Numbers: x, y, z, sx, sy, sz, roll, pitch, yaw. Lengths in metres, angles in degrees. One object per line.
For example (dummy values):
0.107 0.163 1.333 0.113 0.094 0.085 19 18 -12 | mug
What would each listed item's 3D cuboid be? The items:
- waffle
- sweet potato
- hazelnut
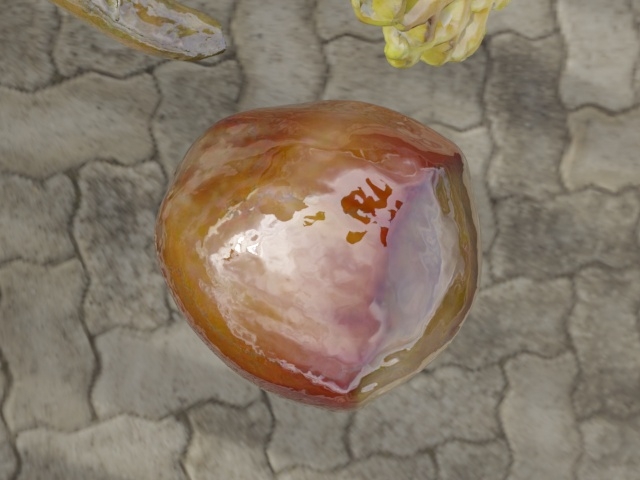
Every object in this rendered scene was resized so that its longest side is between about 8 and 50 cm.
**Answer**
0.104 -0.216 0.849 0.052 0.245 0.254 34 94 18 | waffle
-0.200 -0.223 1.205 0.273 0.075 0.075 34 90 -10 | sweet potato
0.008 0.003 1.569 0.365 0.366 0.366 -2 100 -14 | hazelnut
